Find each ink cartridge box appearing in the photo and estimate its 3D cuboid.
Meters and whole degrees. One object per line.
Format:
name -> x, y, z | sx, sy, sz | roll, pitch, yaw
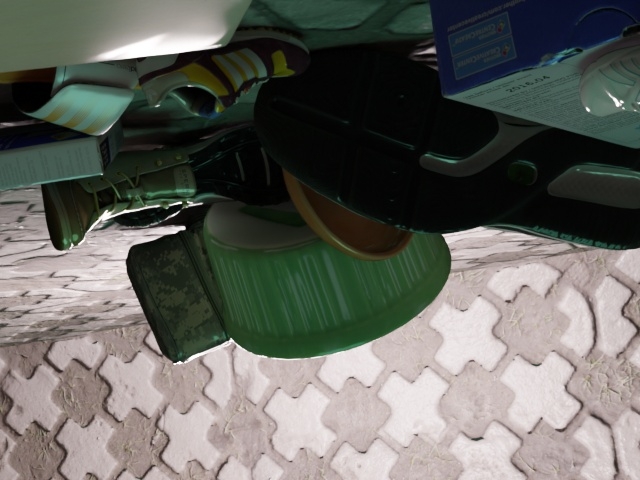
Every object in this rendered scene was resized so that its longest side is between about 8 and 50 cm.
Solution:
ink cartridge box -> -0.313, -0.087, 1.229 | 0.208, 0.045, 0.206 | -6, -167, -2
ink cartridge box -> 0.261, -0.190, 0.914 | 0.270, 0.151, 0.395 | -16, 169, 38

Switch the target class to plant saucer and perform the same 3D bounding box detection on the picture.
plant saucer -> 0.027, -0.067, 1.333 | 0.200, 0.200, 0.037 | 2, 156, -46

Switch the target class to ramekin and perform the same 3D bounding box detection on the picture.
ramekin -> 0.000, 0.000, 1.518 | 0.303, 0.148, 0.303 | -15, -153, 8

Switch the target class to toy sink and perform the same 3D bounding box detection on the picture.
toy sink -> -0.162, -0.183, 0.690 | 0.234, 0.131, 0.153 | -10, 172, -16

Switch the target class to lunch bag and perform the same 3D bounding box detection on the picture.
lunch bag -> -0.168, 0.062, 1.979 | 0.256, 0.212, 0.305 | -23, 177, -12

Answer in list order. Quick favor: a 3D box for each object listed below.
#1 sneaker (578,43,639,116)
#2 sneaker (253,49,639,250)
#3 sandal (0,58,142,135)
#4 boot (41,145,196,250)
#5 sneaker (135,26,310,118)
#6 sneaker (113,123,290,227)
sneaker -> 0.222, -0.102, 0.798 | 0.054, 0.061, 0.152 | -5, 171, -23
sneaker -> 0.133, -0.075, 1.325 | 0.447, 0.169, 0.257 | 14, 176, -9
sandal -> -0.188, -0.138, 1.119 | 0.265, 0.076, 0.102 | -1, 169, -33
boot -> -0.216, -0.053, 1.311 | 0.165, 0.077, 0.213 | -6, -161, -10
sneaker -> -0.087, -0.149, 1.105 | 0.185, 0.084, 0.069 | 0, 168, -37
sneaker -> -0.131, -0.089, 1.480 | 0.271, 0.100, 0.108 | -10, -165, -2
